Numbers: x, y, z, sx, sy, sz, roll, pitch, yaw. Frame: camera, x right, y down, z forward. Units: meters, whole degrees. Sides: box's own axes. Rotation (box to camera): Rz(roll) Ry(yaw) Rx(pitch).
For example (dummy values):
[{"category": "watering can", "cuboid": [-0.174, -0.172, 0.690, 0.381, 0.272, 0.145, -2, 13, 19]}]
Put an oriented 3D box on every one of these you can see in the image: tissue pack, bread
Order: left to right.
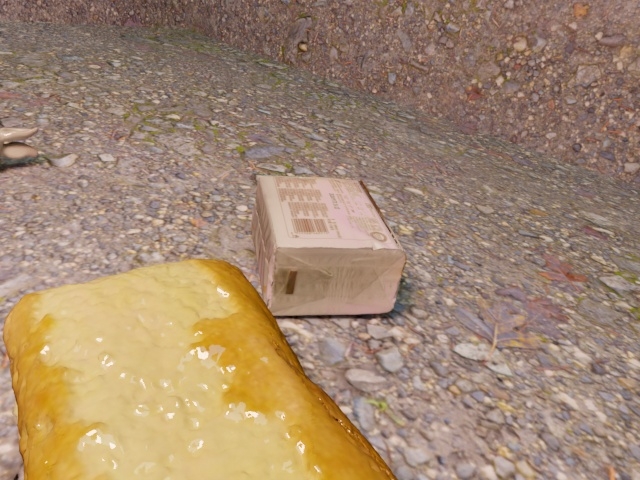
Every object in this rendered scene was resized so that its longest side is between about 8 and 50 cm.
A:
[{"category": "bread", "cuboid": [-0.084, 0.166, 0.355, 0.237, 0.165, 0.375, -8, 33, -35]}, {"category": "tissue pack", "cuboid": [0.000, 0.000, 0.713, 0.185, 0.124, 0.225, 3, 30, -15]}]

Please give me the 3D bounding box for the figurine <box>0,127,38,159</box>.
[{"category": "figurine", "cuboid": [-0.627, -0.171, 0.806, 0.155, 0.127, 0.235, 15, 23, 26]}]
